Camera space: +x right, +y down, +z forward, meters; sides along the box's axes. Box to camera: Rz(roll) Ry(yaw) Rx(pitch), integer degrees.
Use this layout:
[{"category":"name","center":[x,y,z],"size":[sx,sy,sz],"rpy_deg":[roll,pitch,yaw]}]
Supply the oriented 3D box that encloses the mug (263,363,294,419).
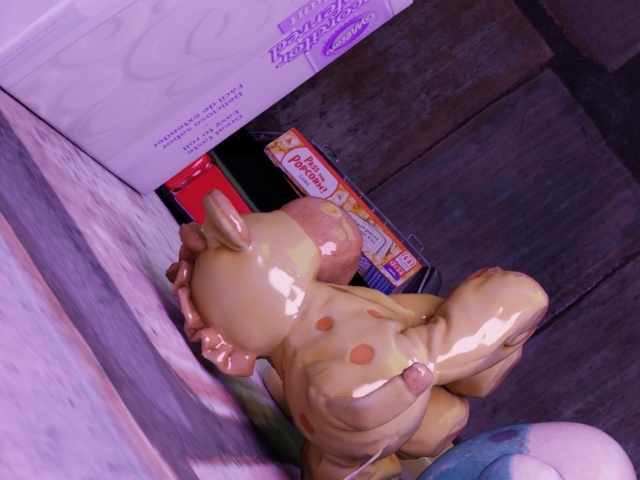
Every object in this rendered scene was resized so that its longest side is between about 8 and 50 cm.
[{"category":"mug","center":[-0.006,0.086,1.090],"size":[0.062,0.064,0.078],"rpy_deg":[56,3,30]}]

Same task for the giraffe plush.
[{"category":"giraffe plush","center":[-0.002,0.050,0.915],"size":[0.170,0.181,0.210],"rpy_deg":[45,33,17]}]

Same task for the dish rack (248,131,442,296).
[{"category":"dish rack","center":[-0.004,-0.015,1.783],"size":[0.208,0.074,0.271],"rpy_deg":[1,-38,51]}]

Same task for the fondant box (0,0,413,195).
[{"category":"fondant box","center":[-0.079,-0.163,0.990],"size":[0.096,0.238,0.330],"rpy_deg":[55,2,13]}]

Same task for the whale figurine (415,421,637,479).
[{"category":"whale figurine","center":[0.089,0.202,0.781],"size":[0.272,0.141,0.216],"rpy_deg":[-64,144,-63]}]

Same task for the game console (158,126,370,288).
[{"category":"game console","center":[-0.021,0.027,1.422],"size":[0.342,0.060,0.386],"rpy_deg":[53,6,0]}]

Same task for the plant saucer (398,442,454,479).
[{"category":"plant saucer","center":[0.063,0.165,1.492],"size":[0.241,0.037,0.241],"rpy_deg":[46,5,-5]}]

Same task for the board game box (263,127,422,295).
[{"category":"board game box","center":[0.000,0.000,1.660],"size":[0.193,0.045,0.147],"rpy_deg":[48,-34,8]}]
